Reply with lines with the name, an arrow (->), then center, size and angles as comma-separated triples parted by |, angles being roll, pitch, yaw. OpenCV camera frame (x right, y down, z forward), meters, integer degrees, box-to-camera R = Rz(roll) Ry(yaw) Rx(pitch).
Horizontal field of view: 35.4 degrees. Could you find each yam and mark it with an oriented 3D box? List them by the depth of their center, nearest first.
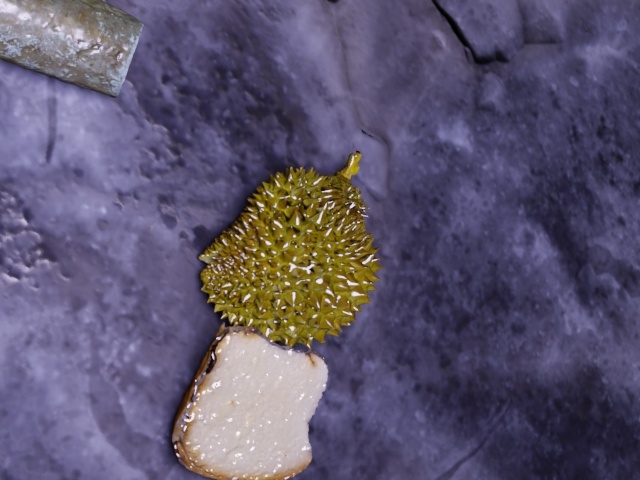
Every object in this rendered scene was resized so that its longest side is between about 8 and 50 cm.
yam -> -0.219, -0.165, 0.766 | 0.179, 0.078, 0.078 | 20, 71, -32

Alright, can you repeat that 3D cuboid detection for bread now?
bread -> -0.058, 0.136, 0.833 | 0.129, 0.044, 0.126 | 20, 88, -27

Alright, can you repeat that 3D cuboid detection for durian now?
durian -> 0.000, 0.000, 0.875 | 0.146, 0.102, 0.208 | 41, 58, -16
